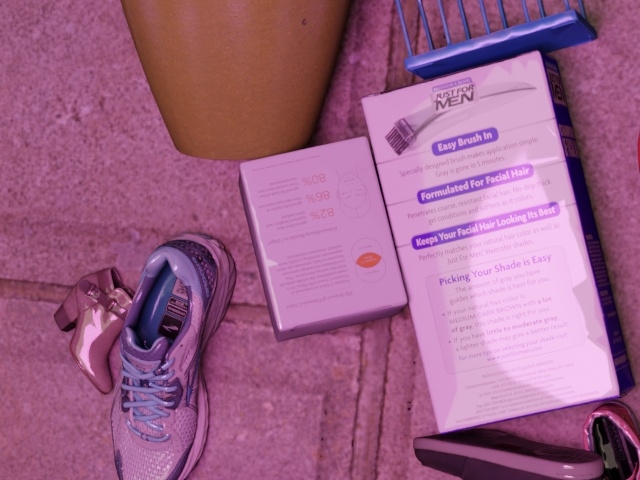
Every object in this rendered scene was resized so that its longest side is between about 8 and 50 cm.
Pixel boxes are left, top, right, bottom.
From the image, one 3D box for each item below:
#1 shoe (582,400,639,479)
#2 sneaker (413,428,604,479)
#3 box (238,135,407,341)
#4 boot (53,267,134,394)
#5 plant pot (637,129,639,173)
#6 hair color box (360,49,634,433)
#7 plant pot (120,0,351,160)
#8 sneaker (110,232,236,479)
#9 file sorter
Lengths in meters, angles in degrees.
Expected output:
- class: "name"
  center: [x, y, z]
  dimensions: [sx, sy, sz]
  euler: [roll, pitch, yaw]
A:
- class: "shoe"
  center: [0.297, 0.242, 1.821]
  dimensions: [0.063, 0.081, 0.178]
  euler: [-20, 84, 16]
- class: "sneaker"
  center: [0.173, 0.252, 1.827]
  dimensions: [0.222, 0.083, 0.118]
  euler: [8, 99, 47]
- class: "box"
  center: [0.000, 0.000, 1.855]
  dimensions: [0.130, 0.091, 0.170]
  euler: [-12, 81, -6]
- class: "boot"
  center: [-0.226, 0.091, 1.997]
  dimensions: [0.087, 0.042, 0.118]
  euler: [-35, 81, 11]
- class: "plant pot"
  center: [0.383, -0.084, 1.750]
  dimensions: [0.191, 0.174, 0.191]
  euler: [-1, 88, 18]
- class: "hair color box"
  center: [0.174, 0.002, 1.845]
  dimensions: [0.185, 0.110, 0.339]
  euler: [-14, 88, 17]
- class: "plant pot"
  center: [-0.080, -0.236, 1.861]
  dimensions: [0.275, 0.275, 0.293]
  euler: [2, 106, 16]
- class: "sneaker"
  center: [-0.173, 0.130, 1.939]
  dimensions: [0.110, 0.122, 0.283]
  euler: [11, 93, 17]
- class: "file sorter"
  center: [0.166, -0.229, 1.841]
  dimensions: [0.170, 0.118, 0.104]
  euler: [-15, 83, 16]
